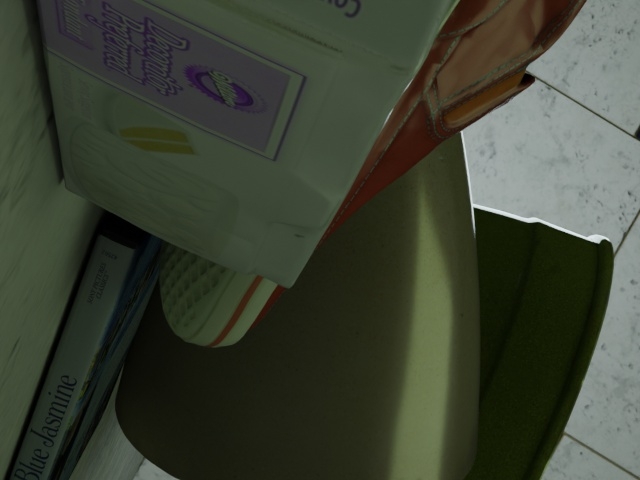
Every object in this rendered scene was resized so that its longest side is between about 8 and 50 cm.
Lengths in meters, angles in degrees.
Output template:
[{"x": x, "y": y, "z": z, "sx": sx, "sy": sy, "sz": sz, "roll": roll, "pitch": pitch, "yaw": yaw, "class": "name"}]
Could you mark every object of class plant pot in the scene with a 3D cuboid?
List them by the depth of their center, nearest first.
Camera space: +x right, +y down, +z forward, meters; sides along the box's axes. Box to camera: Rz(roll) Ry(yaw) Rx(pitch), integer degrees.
[{"x": 0.000, "y": 0.000, "z": 0.985, "sx": 0.256, "sy": 0.256, "sz": 0.274, "roll": -68, "pitch": 167, "yaw": -68, "class": "plant pot"}, {"x": 0.033, "y": 0.091, "z": 1.375, "sx": 0.366, "sy": 0.352, "sz": 0.367, "roll": -155, "pitch": -90, "yaw": -89, "class": "plant pot"}]

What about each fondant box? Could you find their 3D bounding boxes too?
[{"x": 0.028, "y": -0.169, "z": 0.448, "sx": 0.238, "sy": 0.096, "sz": 0.330, "roll": 120, "pitch": -7, "yaw": -75, "class": "fondant box"}]

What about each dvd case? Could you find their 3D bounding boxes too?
[{"x": -0.118, "y": 0.052, "z": 0.796, "sx": 0.180, "sy": 0.022, "sz": 0.253, "roll": -69, "pitch": -177, "yaw": -59, "class": "dvd case"}]

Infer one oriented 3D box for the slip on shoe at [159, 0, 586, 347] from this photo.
[{"x": 0.043, "y": -0.081, "z": 0.639, "sx": 0.331, "sy": 0.101, "sz": 0.123, "roll": -53, "pitch": -150, "yaw": 9, "class": "slip on shoe"}]
